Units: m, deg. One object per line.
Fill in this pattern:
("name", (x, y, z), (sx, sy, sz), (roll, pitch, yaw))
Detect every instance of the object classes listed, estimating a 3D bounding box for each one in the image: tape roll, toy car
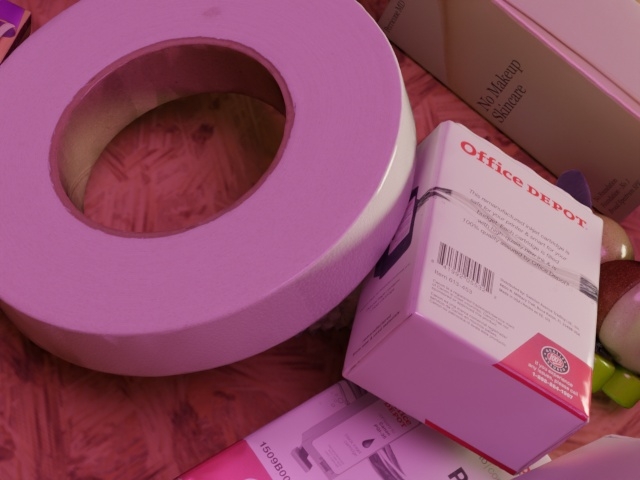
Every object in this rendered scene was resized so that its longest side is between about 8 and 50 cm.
("tape roll", (-0.114, -0.071, 1.320), (0.392, 0.072, 0.392), (-8, 53, 11))
("toy car", (0.253, 0.028, 1.449), (0.155, 0.149, 0.188), (-49, 54, 10))

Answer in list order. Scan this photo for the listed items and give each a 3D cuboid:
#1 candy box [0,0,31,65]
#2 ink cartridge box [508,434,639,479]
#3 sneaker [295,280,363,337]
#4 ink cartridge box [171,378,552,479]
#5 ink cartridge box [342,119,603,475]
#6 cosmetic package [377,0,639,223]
("candy box", (-0.363, -0.191, 1.413), (0.187, 0.053, 0.109), (26, 63, -2))
("ink cartridge box", (0.202, 0.375, 1.177), (0.285, 0.166, 0.394), (-20, 97, -24))
("sneaker", (0.000, 0.000, 1.412), (0.293, 0.102, 0.146), (0, 62, -22))
("ink cartridge box", (0.041, 0.221, 1.304), (0.283, 0.117, 0.207), (-29, 76, -26))
("ink cartridge box", (0.129, 0.041, 1.292), (0.172, 0.100, 0.237), (32, 41, -15))
("cosmetic package", (0.220, -0.176, 1.517), (0.309, 0.160, 0.113), (38, 62, 4))
